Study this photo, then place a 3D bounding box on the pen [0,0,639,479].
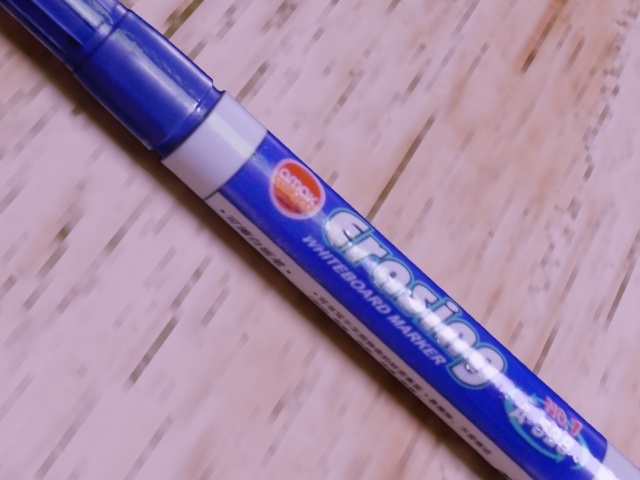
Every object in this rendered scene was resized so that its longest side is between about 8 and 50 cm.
[{"bbox_3d":[0.000,0.000,0.420,0.204,0.025,0.025,43,43,-13],"label":"pen"}]
